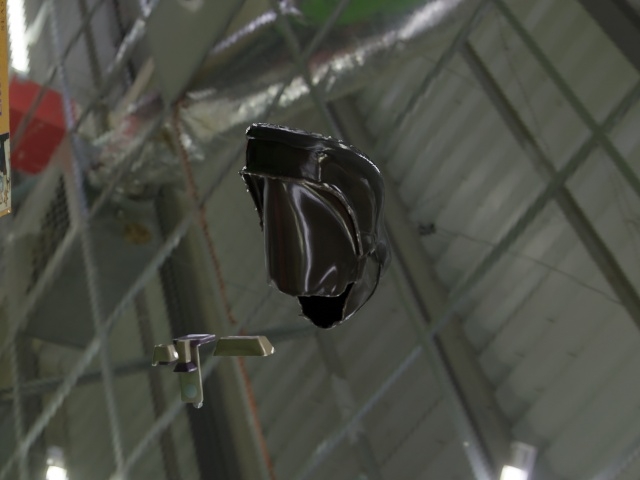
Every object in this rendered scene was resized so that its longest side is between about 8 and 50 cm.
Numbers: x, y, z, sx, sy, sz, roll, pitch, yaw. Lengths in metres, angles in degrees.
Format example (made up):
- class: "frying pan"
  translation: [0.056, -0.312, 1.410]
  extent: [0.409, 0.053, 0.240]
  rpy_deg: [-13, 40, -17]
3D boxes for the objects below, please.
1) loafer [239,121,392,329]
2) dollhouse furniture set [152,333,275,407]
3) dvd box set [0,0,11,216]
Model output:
- class: "loafer"
  translation: [0.000, 0.000, 0.761]
  extent: [0.080, 0.220, 0.078]
  rpy_deg: [12, -111, 22]
- class: "dollhouse furniture set"
  translation: [-0.113, 0.150, 1.298]
  extent: [0.114, 0.091, 0.081]
  rpy_deg: [-2, -86, 21]
- class: "dvd box set"
  translation: [-0.470, -0.237, 1.193]
  extent: [0.062, 0.308, 0.420]
  rpy_deg: [-54, 146, -75]
